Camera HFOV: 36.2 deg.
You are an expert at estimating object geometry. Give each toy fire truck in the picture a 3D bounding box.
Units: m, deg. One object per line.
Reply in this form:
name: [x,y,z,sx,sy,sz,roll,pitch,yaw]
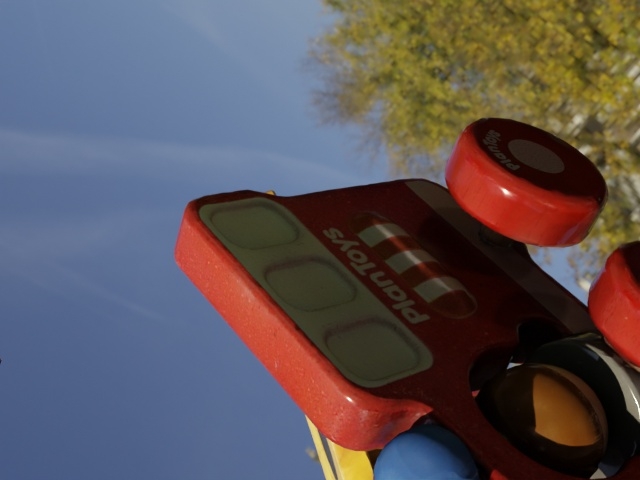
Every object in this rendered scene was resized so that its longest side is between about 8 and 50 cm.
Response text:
toy fire truck: [0.088,0.066,0.561,0.254,0.169,0.302,-12,-133,-40]

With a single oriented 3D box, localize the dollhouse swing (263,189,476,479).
dollhouse swing: [0.085,0.100,1.042,0.315,0.305,0.346,-13,-110,-20]
